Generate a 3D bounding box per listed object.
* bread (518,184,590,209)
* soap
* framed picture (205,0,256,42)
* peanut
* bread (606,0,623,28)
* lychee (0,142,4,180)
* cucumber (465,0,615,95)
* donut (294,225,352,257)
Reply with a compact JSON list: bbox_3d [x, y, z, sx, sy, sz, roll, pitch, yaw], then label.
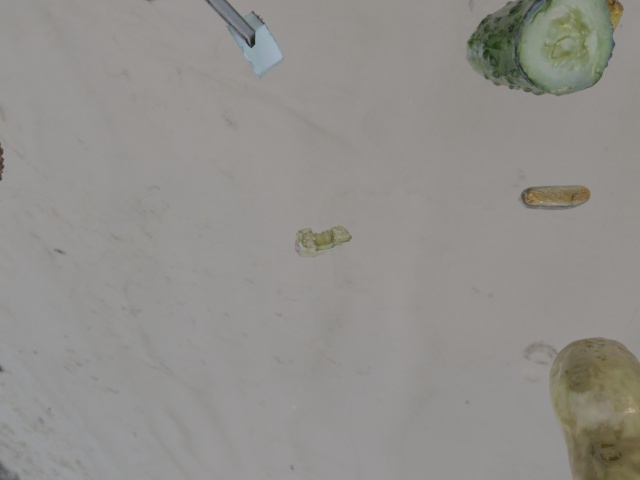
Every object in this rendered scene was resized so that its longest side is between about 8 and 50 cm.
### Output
[{"bbox_3d":[0.659,-0.119,1.606,0.214,0.073,0.053,-4,169,-10],"label":"bread"},{"bbox_3d":[-0.170,-0.521,1.504,0.145,0.091,0.230,54,-176,-39],"label":"soap"},{"bbox_3d":[-0.214,-0.470,1.085,0.240,0.020,0.324,43,-173,-16],"label":"framed picture"},{"bbox_3d":[0.373,0.239,0.734,0.148,0.319,0.147,7,123,11],"label":"peanut"},{"bbox_3d":[0.671,-0.560,1.424,0.160,0.261,0.147,40,109,20],"label":"bread"},{"bbox_3d":[-0.529,-0.122,0.783,0.165,0.165,0.197,24,146,17],"label":"lychee"},{"bbox_3d":[0.263,-0.258,0.759,0.134,0.134,0.244,52,178,-17],"label":"cucumber"},{"bbox_3d":[-0.004,0.002,1.593,0.108,0.166,0.065,-44,58,60],"label":"donut"}]
